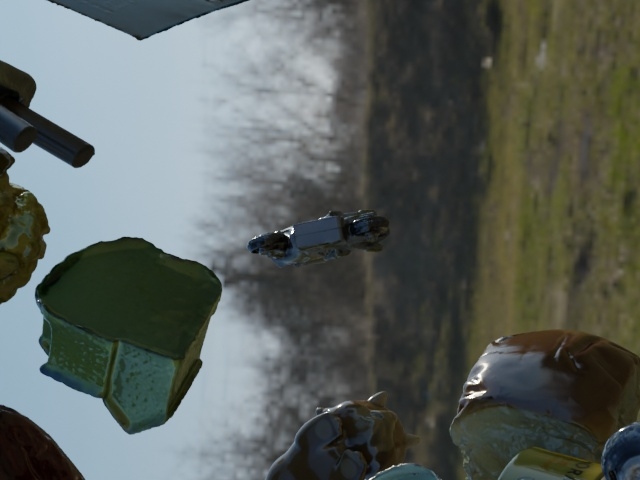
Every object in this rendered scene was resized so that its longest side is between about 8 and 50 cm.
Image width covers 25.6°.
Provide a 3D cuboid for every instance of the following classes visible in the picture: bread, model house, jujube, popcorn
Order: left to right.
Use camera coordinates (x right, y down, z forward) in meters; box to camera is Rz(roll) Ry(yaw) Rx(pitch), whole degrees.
[{"bbox_3d":[-0.517,-0.019,2.083,0.192,0.233,0.266,-88,11,-70],"label":"popcorn"},{"bbox_3d":[-0.465,0.399,2.127,0.223,0.223,0.318,-77,-34,-61],"label":"jujube"},{"bbox_3d":[-0.258,0.129,1.833,0.195,0.214,0.189,-67,-6,-52],"label":"model house"},{"bbox_3d":[0.339,0.260,2.086,0.279,0.250,0.225,-50,-42,-56],"label":"bread"}]

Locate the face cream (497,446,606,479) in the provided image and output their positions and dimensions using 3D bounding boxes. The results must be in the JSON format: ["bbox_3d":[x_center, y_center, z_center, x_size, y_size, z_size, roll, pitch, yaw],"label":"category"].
[{"bbox_3d":[0.325,0.388,1.795,0.218,0.179,0.218,-24,-61,-52],"label":"face cream"}]

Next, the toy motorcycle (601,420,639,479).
[{"bbox_3d":[0.425,0.280,1.290,0.341,0.223,0.108,54,-146,-12],"label":"toy motorcycle"}]

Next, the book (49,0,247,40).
[{"bbox_3d":[-0.281,-0.361,1.827,0.371,0.260,0.043,18,-114,-48],"label":"book"}]

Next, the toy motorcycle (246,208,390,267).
[{"bbox_3d":[0.000,0.000,2.213,0.152,0.225,0.073,68,-168,-79],"label":"toy motorcycle"}]

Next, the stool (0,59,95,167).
[{"bbox_3d":[-0.622,-0.156,2.581,0.310,0.226,0.310,-51,-19,10],"label":"stool"}]

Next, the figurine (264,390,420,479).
[{"bbox_3d":[0.037,0.350,2.223,0.173,0.177,0.247,-7,-53,-56],"label":"figurine"}]

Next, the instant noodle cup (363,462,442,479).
[{"bbox_3d":[0.131,0.430,1.929,0.182,0.230,0.230,54,-153,-29],"label":"instant noodle cup"}]
